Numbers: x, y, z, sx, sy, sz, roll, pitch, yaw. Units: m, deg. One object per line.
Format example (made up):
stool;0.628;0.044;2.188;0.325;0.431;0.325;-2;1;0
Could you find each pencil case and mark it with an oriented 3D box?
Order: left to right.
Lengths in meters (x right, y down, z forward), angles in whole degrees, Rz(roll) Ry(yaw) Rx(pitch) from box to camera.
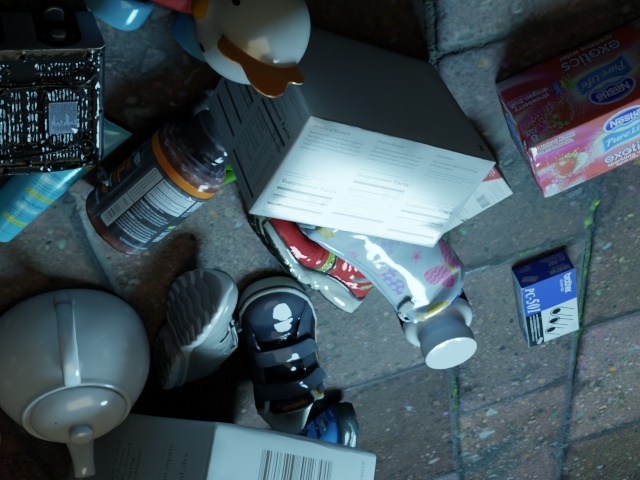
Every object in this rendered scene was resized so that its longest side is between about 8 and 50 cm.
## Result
pencil case;0.081;0.002;1.433;0.124;0.113;0.273;-52;126;-5

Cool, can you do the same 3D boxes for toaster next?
toaster;-0.316;-0.155;1.119;0.168;0.110;0.185;-5;133;-17

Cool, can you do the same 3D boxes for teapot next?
teapot;-0.353;0.200;1.494;0.252;0.187;0.256;-36;139;20

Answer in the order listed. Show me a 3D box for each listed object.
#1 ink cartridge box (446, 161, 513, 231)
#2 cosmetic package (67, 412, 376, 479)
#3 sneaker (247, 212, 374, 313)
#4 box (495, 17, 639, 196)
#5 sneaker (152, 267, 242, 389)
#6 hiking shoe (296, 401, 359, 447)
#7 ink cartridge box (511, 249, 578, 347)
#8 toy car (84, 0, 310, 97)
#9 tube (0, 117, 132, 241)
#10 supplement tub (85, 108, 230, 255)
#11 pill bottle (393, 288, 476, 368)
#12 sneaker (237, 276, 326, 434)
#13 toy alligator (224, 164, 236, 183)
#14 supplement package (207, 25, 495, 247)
ink cartridge box;0.190;-0.075;1.497;0.135;0.056;0.099;-30;140;14
cosmetic package;-0.176;0.454;1.644;0.329;0.327;0.394;18;165;-37
sneaker;0.000;0.000;1.498;0.118;0.107;0.279;-47;141;5
box;0.380;-0.183;1.388;0.257;0.128;0.122;-24;143;7
sneaker;-0.168;0.123;1.568;0.115;0.105;0.281;-8;153;-28
hiking shoe;-0.040;0.401;1.943;0.132;0.113;0.304;9;135;-33
ink cartridge box;0.392;0.104;1.819;0.097;0.046;0.207;-21;143;1
toy car;-0.092;-0.235;1.021;0.210;0.238;0.219;16;130;-37
tube;-0.329;-0.081;1.273;0.207;0.052;0.080;-40;144;15
supplement tub;-0.190;-0.075;1.290;0.198;0.106;0.106;-38;139;22
pill bottle;0.164;0.092;1.581;0.108;0.193;0.108;-13;142;-10
sneaker;-0.055;0.192;1.669;0.126;0.127;0.321;-13;141;-6
toy alligator;-0.101;-0.106;1.342;0.190;0.056;0.051;-17;99;6
supplement package;0.032;-0.128;1.232;0.262;0.204;0.145;11;128;-34
